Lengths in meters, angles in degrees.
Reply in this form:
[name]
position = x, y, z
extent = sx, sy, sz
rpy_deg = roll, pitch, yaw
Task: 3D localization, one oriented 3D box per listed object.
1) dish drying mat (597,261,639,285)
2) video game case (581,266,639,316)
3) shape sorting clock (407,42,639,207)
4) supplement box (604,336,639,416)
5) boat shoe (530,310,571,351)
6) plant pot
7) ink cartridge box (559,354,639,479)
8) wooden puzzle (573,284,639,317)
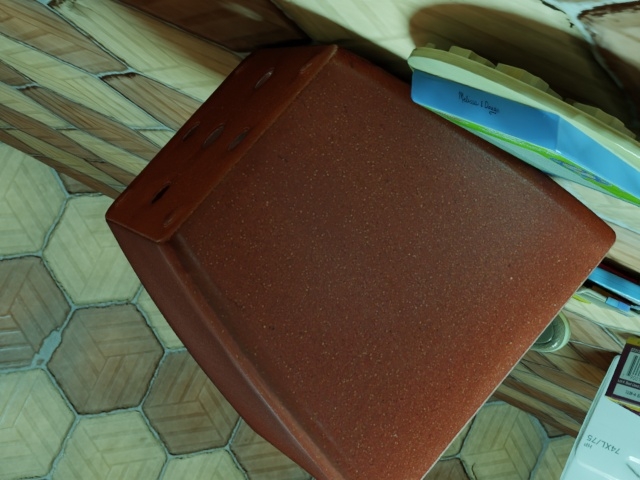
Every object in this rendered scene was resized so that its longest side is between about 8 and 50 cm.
[dish drying mat]
position = 0.253, 0.021, 1.155
extent = 0.083, 0.008, 0.032
rpy_deg = 25, 176, -7
[video game case]
position = 0.262, 0.042, 1.204
extent = 0.119, 0.015, 0.166
rpy_deg = 25, 177, 4
[shape sorting clock]
position = 0.145, -0.065, 0.756
extent = 0.206, 0.040, 0.206
rpy_deg = 25, -176, -2
[supplement box]
position = 0.437, 0.190, 1.455
extent = 0.188, 0.081, 0.104
rpy_deg = 29, 172, -32
[boat shoe]
position = 0.228, 0.077, 1.465
extent = 0.072, 0.068, 0.190
rpy_deg = 15, -167, -43
[plant pot]
position = 0.000, 0.000, 0.925
extent = 0.236, 0.267, 0.267
rpy_deg = 46, 169, -21
[ink cartridge box]
position = 0.452, 0.299, 1.721
extent = 0.198, 0.197, 0.270
rpy_deg = 24, 173, 14
[wooden puzzle]
position = 0.254, 0.051, 1.158
extent = 0.078, 0.014, 0.116
rpy_deg = 22, 179, -26
